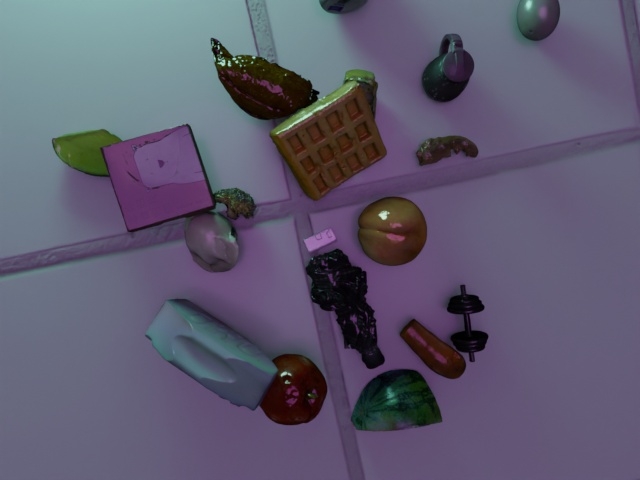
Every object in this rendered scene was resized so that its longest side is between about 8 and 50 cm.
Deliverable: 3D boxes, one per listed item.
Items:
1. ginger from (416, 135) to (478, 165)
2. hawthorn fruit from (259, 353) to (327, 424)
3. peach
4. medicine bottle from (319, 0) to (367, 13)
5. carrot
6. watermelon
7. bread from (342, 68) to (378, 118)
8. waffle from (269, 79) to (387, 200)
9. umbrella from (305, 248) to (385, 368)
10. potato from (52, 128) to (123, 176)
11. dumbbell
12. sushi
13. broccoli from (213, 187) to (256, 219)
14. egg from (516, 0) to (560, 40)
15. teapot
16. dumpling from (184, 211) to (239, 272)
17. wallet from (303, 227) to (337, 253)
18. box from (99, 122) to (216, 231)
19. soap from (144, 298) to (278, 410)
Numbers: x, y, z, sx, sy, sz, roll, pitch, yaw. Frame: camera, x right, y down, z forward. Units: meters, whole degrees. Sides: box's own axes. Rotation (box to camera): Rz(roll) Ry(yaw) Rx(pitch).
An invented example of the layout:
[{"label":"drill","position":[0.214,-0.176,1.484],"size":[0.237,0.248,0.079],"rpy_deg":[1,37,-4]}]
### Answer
[{"label":"ginger","position":[0.338,-0.245,1.231],"size":[0.174,0.051,0.069],"rpy_deg":[-9,97,-1]},{"label":"hawthorn fruit","position":[-0.061,0.379,1.158],"size":[0.179,0.200,0.179],"rpy_deg":[2,87,-41]},{"label":"peach","position":[0.184,-0.024,1.170],"size":[0.184,0.184,0.184],"rpy_deg":[0,93,-4]},{"label":"medicine bottle","position":[0.044,-0.699,1.148],"size":[0.135,0.135,0.215],"rpy_deg":[-11,94,-3]},{"label":"carrot","position":[0.299,0.296,1.238],"size":[0.193,0.087,0.087],"rpy_deg":[36,90,-4]},{"label":"watermelon","position":[0.193,0.424,1.234],"size":[0.231,0.128,0.146],"rpy_deg":[-6,75,-1]},{"label":"bread","position":[0.096,-0.371,1.191],"size":[0.103,0.156,0.110],"rpy_deg":[6,51,0]},{"label":"waffle","position":[0.028,-0.242,1.149],"size":[0.248,0.055,0.221],"rpy_deg":[-32,132,1]},{"label":"umbrella","position":[0.065,0.190,1.199],"size":[0.154,0.128,0.336],"rpy_deg":[-15,96,-5]},{"label":"potato","position":[-0.571,-0.222,1.172],"size":[0.198,0.054,0.119],"rpy_deg":[4,93,-2]},{"label":"dumbbell","position":[0.392,0.221,1.231],"size":[0.099,0.099,0.208],"rpy_deg":[-8,93,-3]},{"label":"sushi","position":[-0.150,-0.383,1.151],"size":[0.287,0.149,0.140],"rpy_deg":[20,57,-5]},{"label":"broccoli","position":[-0.225,-0.093,1.191],"size":[0.097,0.095,0.092],"rpy_deg":[3,116,-39]},{"label":"egg","position":[0.566,-0.592,1.202],"size":[0.103,0.103,0.135],"rpy_deg":[-7,92,-3]},{"label":"teapot","position":[0.338,-0.439,1.173],"size":[0.116,0.146,0.148],"rpy_deg":[27,90,-4]},{"label":"dumpling","position":[-0.287,0.004,1.187],"size":[0.177,0.092,0.150],"rpy_deg":[29,101,-7]},{"label":"wallet","position":[0.000,0.000,1.239],"size":[0.083,0.011,0.044],"rpy_deg":[-26,94,-2]},{"label":"box","position":[-0.386,-0.148,1.122],"size":[0.215,0.086,0.215],"rpy_deg":[-18,93,-7]},{"label":"soap","position":[-0.256,0.268,1.111],"size":[0.324,0.193,0.109],"rpy_deg":[32,90,10]}]
